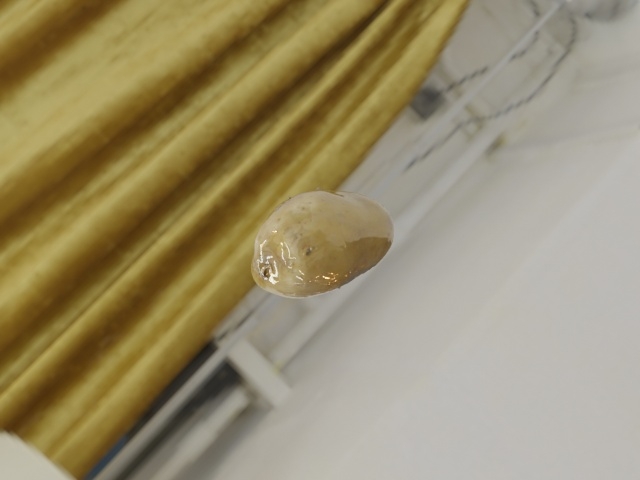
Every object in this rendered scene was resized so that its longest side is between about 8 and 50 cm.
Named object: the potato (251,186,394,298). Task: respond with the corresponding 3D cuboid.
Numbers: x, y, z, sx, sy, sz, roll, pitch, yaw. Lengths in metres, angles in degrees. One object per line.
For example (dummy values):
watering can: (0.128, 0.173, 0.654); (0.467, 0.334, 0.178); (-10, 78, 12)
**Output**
potato: (0.000, 0.000, 1.530); (0.109, 0.178, 0.118); (56, 131, 14)
